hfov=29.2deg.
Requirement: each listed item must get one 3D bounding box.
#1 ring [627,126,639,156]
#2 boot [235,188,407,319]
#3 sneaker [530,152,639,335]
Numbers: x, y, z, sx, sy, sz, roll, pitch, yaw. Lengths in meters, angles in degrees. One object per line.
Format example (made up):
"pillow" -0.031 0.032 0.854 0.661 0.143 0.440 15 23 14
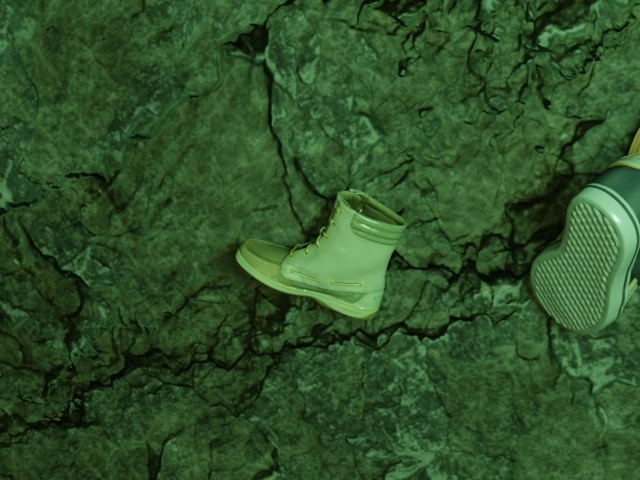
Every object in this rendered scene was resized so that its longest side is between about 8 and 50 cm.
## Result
"ring" 0.526 -0.060 1.435 0.336 0.032 0.337 10 118 20
"boot" 0.000 0.000 1.665 0.213 0.077 0.165 21 122 7
"sneaker" 0.348 0.008 1.469 0.126 0.127 0.321 47 161 16
